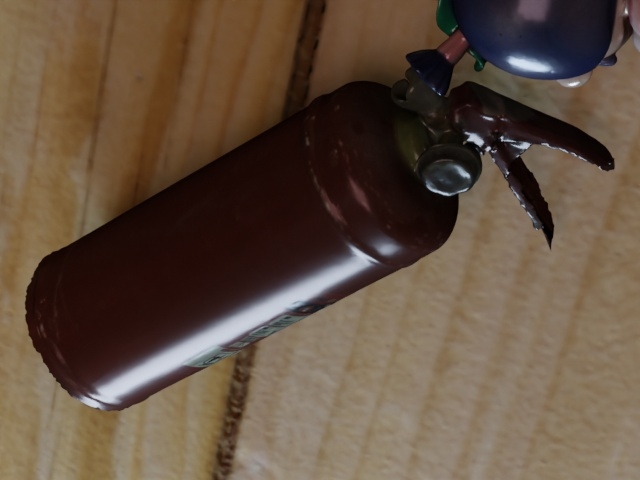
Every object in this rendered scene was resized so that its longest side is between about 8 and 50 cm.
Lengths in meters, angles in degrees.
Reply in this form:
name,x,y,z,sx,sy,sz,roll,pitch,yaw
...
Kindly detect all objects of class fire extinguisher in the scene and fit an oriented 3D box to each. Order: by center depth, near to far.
name,x,y,z,sx,sy,sz,roll,pitch,yaw
fire extinguisher,0.000,0.000,1.092,0.337,0.106,0.147,-27,130,31

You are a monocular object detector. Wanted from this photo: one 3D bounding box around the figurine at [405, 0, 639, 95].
name,x,y,z,sx,sy,sz,roll,pitch,yaw
figurine,0.140,-0.129,0.960,0.195,0.102,0.111,3,107,24
